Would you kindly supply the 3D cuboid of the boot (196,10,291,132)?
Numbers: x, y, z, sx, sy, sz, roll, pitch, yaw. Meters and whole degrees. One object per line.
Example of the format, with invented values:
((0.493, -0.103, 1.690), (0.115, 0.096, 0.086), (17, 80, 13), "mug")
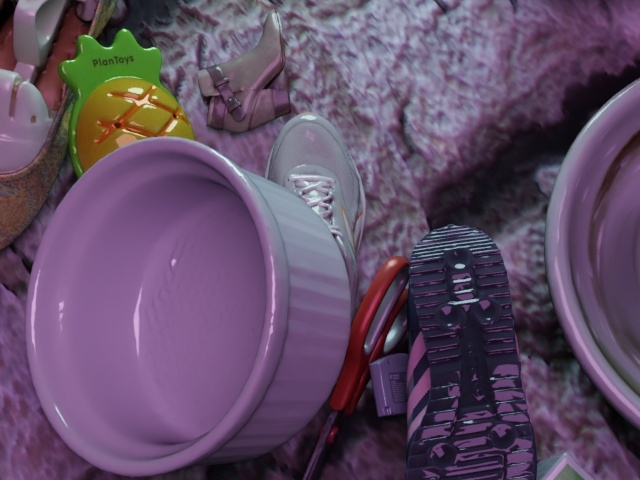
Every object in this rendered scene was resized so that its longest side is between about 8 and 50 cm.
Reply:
((-0.076, -0.162, 1.416), (0.087, 0.042, 0.118), (-6, 74, -3), "boot")

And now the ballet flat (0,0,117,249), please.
((-0.274, -0.162, 1.363), (0.123, 0.123, 0.349), (19, 74, 1), "ballet flat")

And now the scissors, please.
((0.011, 0.151, 1.301), (0.021, 0.109, 0.297), (24, 75, 21), "scissors")

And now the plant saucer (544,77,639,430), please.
((0.398, 0.026, 1.364), (0.400, 0.100, 0.401), (1, 74, -3), "plant saucer")

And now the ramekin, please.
((-0.107, 0.061, 1.241), (0.277, 0.135, 0.277), (-8, 76, 35), "ramekin")

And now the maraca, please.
((-0.176, -0.103, 1.353), (0.127, 0.099, 0.186), (-14, 88, -36), "maraca")

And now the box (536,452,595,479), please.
((0.213, 0.253, 1.284), (0.101, 0.102, 0.087), (43, 78, 6), "box")

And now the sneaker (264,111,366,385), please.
((0.000, 0.000, 1.332), (0.099, 0.121, 0.263), (-2, 74, -5), "sneaker")

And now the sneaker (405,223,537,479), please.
((0.129, 0.154, 1.273), (0.112, 0.131, 0.319), (1, 65, 6), "sneaker")

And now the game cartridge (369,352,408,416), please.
((0.072, 0.130, 1.325), (0.017, 0.083, 0.056), (-12, 80, 33), "game cartridge")
